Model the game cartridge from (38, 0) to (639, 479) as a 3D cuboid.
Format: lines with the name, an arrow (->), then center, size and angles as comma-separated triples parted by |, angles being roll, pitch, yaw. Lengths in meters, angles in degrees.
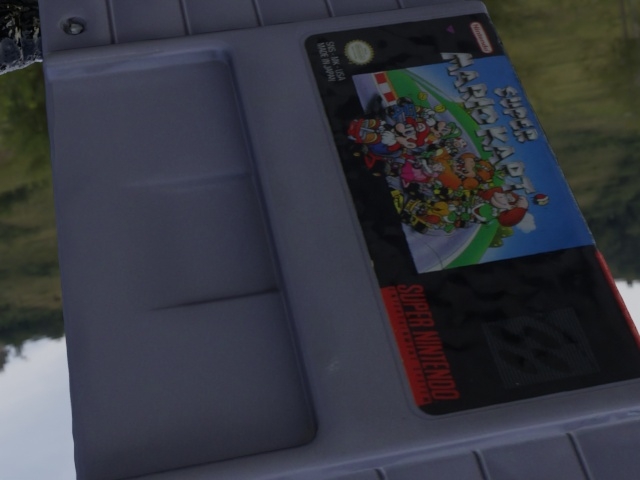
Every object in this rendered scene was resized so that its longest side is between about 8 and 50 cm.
game cartridge -> 0.000, 0.000, 0.475 | 0.230, 0.068, 0.355 | -12, -127, -5

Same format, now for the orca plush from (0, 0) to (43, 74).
orca plush -> -0.292, -0.129, 0.767 | 0.287, 0.151, 0.102 | 3, -178, -11
